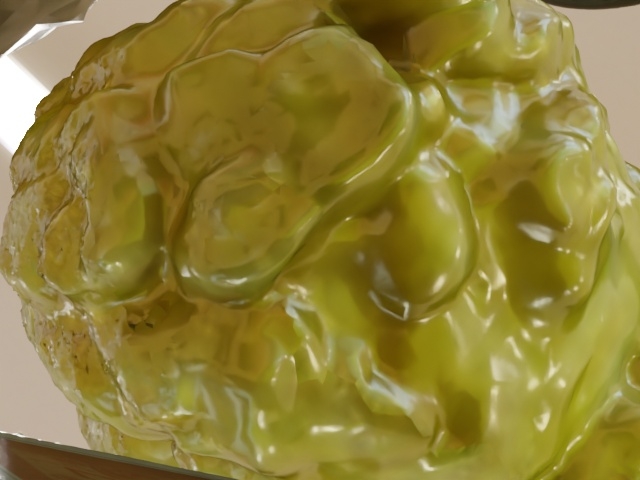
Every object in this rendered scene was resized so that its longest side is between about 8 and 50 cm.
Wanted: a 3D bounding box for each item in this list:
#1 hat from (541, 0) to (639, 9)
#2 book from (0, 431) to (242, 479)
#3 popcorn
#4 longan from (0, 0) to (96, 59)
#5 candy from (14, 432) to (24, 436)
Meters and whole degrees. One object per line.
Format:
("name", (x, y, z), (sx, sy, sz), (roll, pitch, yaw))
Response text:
("hat", (0.247, -0.221, 1.080), (0.336, 0.238, 0.209), (6, -82, 7))
("book", (0.026, 0.089, 0.498), (0.170, 0.241, 0.018), (15, -90, 62))
("popcorn", (0.000, 0.000, 0.698), (0.241, 0.250, 0.235), (-30, -130, 6))
("longan", (-0.251, -0.251, 0.980), (0.391, 0.391, 0.391), (-17, -128, 23))
("candy", (-0.253, 0.160, 1.442), (0.058, 0.194, 0.062), (21, -84, 9))
